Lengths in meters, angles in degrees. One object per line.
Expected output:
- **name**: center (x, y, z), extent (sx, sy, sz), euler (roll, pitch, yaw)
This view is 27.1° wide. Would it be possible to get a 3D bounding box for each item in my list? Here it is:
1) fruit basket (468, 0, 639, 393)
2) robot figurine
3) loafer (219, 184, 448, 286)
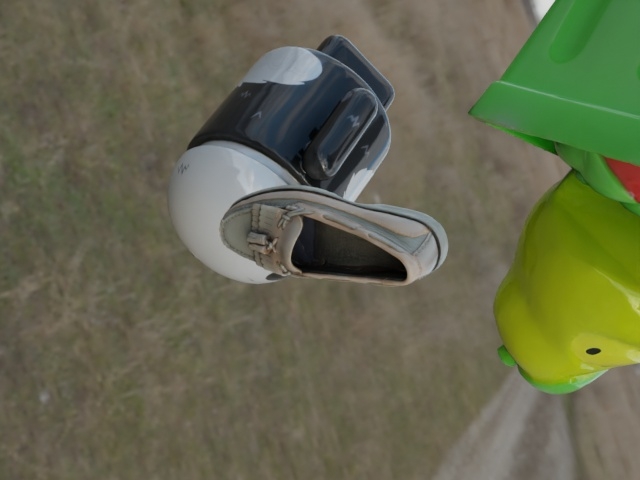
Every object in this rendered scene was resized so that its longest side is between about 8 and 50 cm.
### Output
- **fruit basket**: center (0.292, -0.017, 1.076), extent (0.283, 0.392, 0.392), euler (26, -32, 53)
- **robot figurine**: center (-0.035, -0.082, 1.355), extent (0.278, 0.174, 0.209), euler (-55, 158, -31)
- **loafer**: center (0.000, 0.000, 0.668), extent (0.039, 0.125, 0.045), euler (-43, 133, -54)
